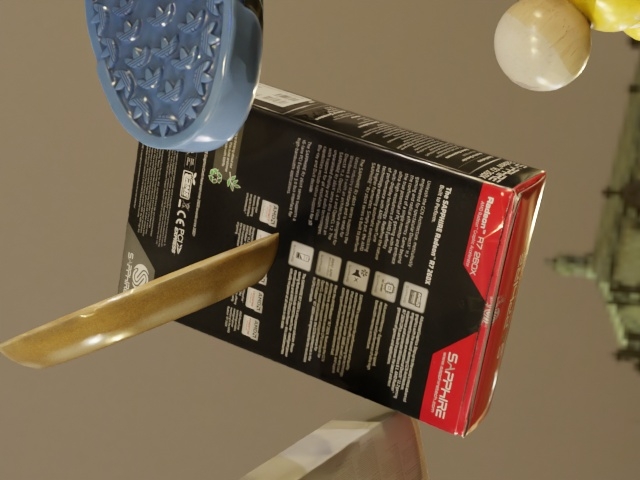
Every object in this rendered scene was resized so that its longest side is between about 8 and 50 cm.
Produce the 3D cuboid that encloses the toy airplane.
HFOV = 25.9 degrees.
[{"bbox_3d":[0.237,-0.250,1.192,0.272,0.384,0.386,-57,17,16],"label":"toy airplane"}]

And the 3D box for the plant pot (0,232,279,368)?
[{"bbox_3d":[-0.137,0.051,1.094,0.236,0.236,0.032,-24,-86,-61],"label":"plant pot"}]

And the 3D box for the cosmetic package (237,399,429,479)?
[{"bbox_3d":[0.002,0.224,1.208,0.239,0.060,0.099,-24,-74,-48],"label":"cosmetic package"}]

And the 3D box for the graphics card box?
[{"bbox_3d":[0.000,0.000,1.254,0.094,0.371,0.233,-28,-48,-59],"label":"graphics card box"}]

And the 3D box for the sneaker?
[{"bbox_3d":[-0.047,-0.141,0.594,0.090,0.081,0.232,18,-119,-53],"label":"sneaker"}]
